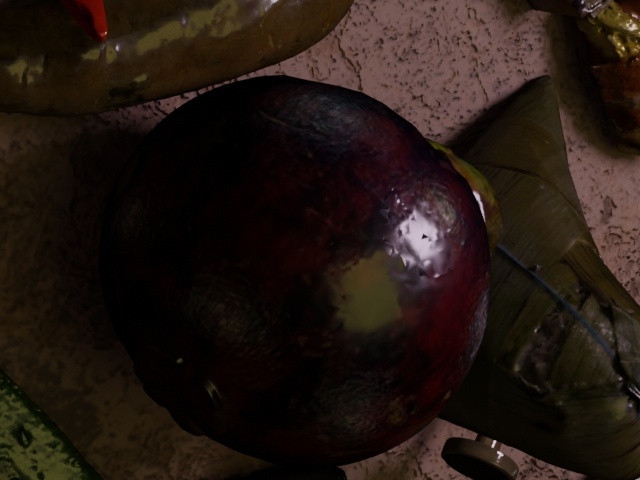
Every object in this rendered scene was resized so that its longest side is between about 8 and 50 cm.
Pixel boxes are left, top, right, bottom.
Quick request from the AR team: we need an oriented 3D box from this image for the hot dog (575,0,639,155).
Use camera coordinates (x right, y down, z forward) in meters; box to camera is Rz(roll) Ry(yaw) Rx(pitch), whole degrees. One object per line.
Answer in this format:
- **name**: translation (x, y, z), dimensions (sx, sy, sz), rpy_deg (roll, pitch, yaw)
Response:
- **hot dog**: translation (0.318, -0.169, 1.828), dimensions (0.146, 0.103, 0.213), rpy_deg (-45, 127, -22)

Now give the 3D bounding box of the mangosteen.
- **mangosteen**: translation (0.000, 0.000, 1.488), dimensions (0.359, 0.306, 0.306), rpy_deg (-50, 128, -27)

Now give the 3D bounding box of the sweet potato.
- **sweet potato**: translation (-0.134, -0.163, 1.452), dimensions (0.422, 0.130, 0.130), rpy_deg (-20, 114, -27)

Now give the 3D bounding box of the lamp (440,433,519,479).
- **lamp**: translation (0.184, 0.115, 1.781), dimensions (0.121, 0.121, 0.215), rpy_deg (42, 63, -39)

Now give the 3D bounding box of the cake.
- **cake**: translation (-0.238, 0.170, 1.471), dimensions (0.100, 0.099, 0.235), rpy_deg (-48, 126, -21)

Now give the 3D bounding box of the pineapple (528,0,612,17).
- **pineapple**: translation (0.235, -0.294, 1.737), dimensions (0.236, 0.114, 0.186), rpy_deg (-2, 104, -29)

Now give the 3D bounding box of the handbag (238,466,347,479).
- **handbag**: translation (-0.071, 0.318, 1.661), dimensions (0.247, 0.080, 0.223), rpy_deg (-13, 110, -37)

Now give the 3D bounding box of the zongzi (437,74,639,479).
- **zongzi**: translation (0.214, 0.016, 1.658), dimensions (0.360, 0.323, 0.160), rpy_deg (-52, 141, -23)

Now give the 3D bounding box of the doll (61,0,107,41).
- **doll**: translation (-0.184, -0.228, 1.376), dimensions (0.169, 0.057, 0.109), rpy_deg (42, 67, -1)

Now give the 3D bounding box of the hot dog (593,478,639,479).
- **hot dog**: translation (0.294, 0.282, 1.966), dimensions (0.191, 0.059, 0.108), rpy_deg (-47, 129, -18)
